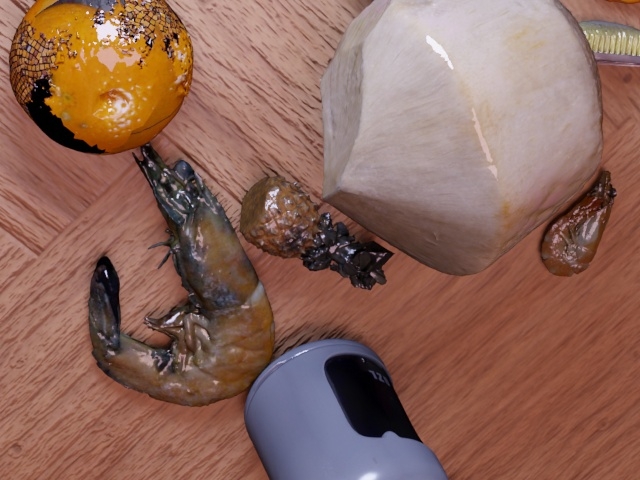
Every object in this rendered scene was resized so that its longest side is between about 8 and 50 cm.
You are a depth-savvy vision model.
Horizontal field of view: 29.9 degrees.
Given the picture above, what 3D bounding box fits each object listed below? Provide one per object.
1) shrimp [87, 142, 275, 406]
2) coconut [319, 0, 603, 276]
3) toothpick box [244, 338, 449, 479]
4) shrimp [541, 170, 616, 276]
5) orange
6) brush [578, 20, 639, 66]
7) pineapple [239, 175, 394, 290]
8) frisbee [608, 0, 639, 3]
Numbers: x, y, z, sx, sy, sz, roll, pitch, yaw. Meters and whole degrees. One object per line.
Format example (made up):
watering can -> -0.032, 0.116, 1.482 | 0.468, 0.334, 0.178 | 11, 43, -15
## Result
shrimp -> -0.220, 0.061, 1.720 | 0.272, 0.085, 0.445 | -14, 121, -1
coconut -> 0.162, -0.158, 1.554 | 0.415, 0.344, 0.415 | -3, 96, -32
toothpick box -> 0.041, 0.344, 1.730 | 0.263, 0.355, 0.263 | -13, 129, -16
shrimp -> 0.404, -0.023, 1.840 | 0.091, 0.043, 0.184 | 23, 108, -18
orange -> -0.275, -0.218, 1.522 | 0.234, 0.182, 0.234 | -13, 126, -18
brush -> 0.481, -0.276, 1.732 | 0.313, 0.072, 0.067 | 3, 100, -16
pineapple -> 0.000, 0.000, 1.715 | 0.237, 0.119, 0.111 | 27, 119, -24
frisbee -> 0.435, -0.426, 1.664 | 0.192, 0.035, 0.192 | -6, 116, -11
